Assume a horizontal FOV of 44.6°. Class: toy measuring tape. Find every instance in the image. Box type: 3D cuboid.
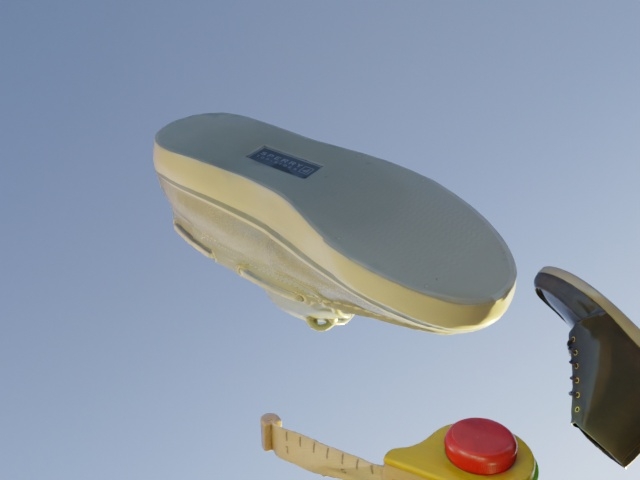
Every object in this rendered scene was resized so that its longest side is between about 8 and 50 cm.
[{"bbox_3d":[0.100,0.221,0.792,0.330,0.121,0.121,12,-42,28],"label":"toy measuring tape"}]

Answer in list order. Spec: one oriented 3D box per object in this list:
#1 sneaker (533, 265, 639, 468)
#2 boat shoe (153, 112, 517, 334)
[{"bbox_3d":[0.282,0.127,0.836,0.118,0.222,0.083,-43,-39,2],"label":"sneaker"},{"bbox_3d":[-0.001,0.000,0.413,0.079,0.227,0.081,-33,-44,-36],"label":"boat shoe"}]
